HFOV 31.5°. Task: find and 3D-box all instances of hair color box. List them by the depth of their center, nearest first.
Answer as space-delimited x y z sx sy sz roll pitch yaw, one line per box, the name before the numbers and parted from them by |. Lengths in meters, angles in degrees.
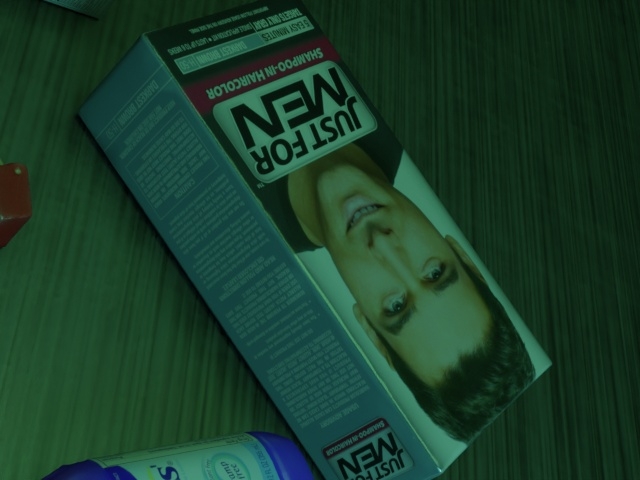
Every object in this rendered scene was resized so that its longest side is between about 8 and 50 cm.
hair color box | 0.000 0.000 0.887 0.185 0.113 0.374 -31 86 -48

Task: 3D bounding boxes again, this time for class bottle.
bottle | -0.125 0.187 0.667 0.282 0.092 0.118 -1 65 -42

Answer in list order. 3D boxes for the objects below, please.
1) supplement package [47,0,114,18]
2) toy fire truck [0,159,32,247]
supplement package | -0.229 -0.315 0.871 0.203 0.149 0.194 14 55 -36
toy fire truck | -0.279 -0.085 0.748 0.135 0.047 0.192 -5 66 -44
